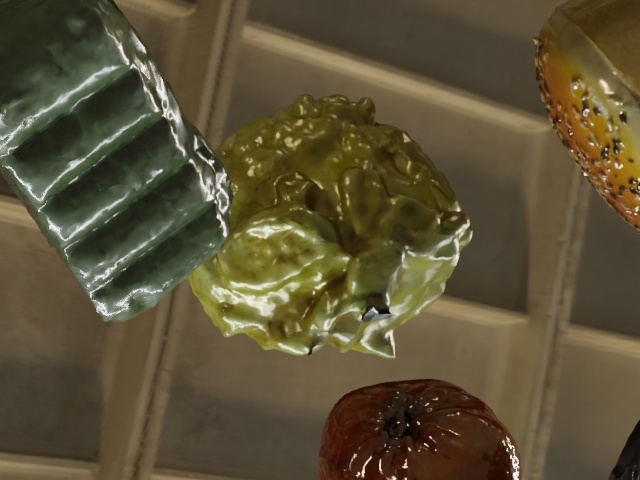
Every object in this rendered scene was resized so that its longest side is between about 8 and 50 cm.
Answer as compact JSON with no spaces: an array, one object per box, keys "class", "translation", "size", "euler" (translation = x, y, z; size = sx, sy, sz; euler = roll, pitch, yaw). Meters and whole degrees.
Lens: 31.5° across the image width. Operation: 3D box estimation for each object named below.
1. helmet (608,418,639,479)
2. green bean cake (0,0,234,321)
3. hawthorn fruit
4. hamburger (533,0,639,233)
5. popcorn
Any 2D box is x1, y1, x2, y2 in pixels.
[{"class":"helmet","translation":[0.303,0.174,0.609],"size":[0.278,0.160,0.231],"euler":[8,-79,-5]},{"class":"green bean cake","translation":[-0.134,-0.075,0.553],"size":[0.094,0.183,0.185],"euler":[-37,-40,-8]},{"class":"hawthorn fruit","translation":[0.059,0.139,0.672],"size":[0.128,0.128,0.128],"euler":[0,-89,-31]},{"class":"hamburger","translation":[0.324,-0.111,1.075],"size":[0.176,0.300,0.300],"euler":[-41,-66,11]},{"class":"popcorn","translation":[0.008,0.001,0.951],"size":[0.249,0.225,0.249],"euler":[-28,-38,-24]}]
